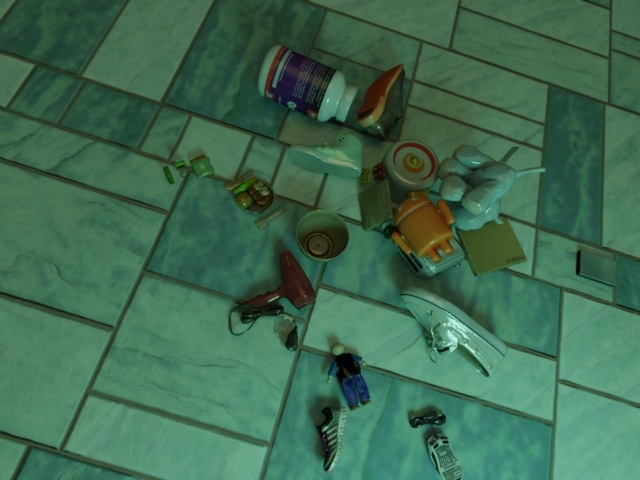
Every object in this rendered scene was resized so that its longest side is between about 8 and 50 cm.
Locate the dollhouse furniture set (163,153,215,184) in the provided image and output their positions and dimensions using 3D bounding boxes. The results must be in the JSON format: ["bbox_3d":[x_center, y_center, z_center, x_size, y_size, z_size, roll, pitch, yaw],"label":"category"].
[{"bbox_3d":[-0.422,-0.234,1.437,0.151,0.058,0.076,-23,75,-17],"label":"dollhouse furniture set"}]

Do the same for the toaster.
[{"bbox_3d":[0.339,0.013,1.431,0.146,0.129,0.227,-30,75,-16],"label":"toaster"}]

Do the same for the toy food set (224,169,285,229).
[{"bbox_3d":[-0.209,-0.142,1.447,0.132,0.038,0.192,-38,79,-20],"label":"toy food set"}]

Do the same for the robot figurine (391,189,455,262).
[{"bbox_3d":[0.299,-0.038,1.317,0.128,0.158,0.219,-16,65,-32],"label":"robot figurine"}]

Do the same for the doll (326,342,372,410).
[{"bbox_3d":[0.077,0.385,1.286,0.129,0.046,0.189,-17,73,-16],"label":"doll"}]

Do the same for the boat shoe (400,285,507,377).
[{"bbox_3d":[0.371,0.290,1.337,0.367,0.136,0.156,36,70,-5],"label":"boat shoe"}]

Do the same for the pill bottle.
[{"bbox_3d":[-0.042,-0.528,1.549,0.323,0.181,0.181,24,67,1],"label":"pill bottle"}]

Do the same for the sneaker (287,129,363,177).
[{"bbox_3d":[0.023,-0.311,1.526,0.255,0.094,0.151,14,65,-6],"label":"sneaker"}]

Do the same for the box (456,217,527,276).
[{"bbox_3d":[0.581,0.020,1.524,0.201,0.021,0.164,-14,71,-14],"label":"box"}]

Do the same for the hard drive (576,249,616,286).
[{"bbox_3d":[0.955,0.096,1.556,0.135,0.022,0.094,18,67,-2],"label":"hard drive"}]

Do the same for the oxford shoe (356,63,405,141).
[{"bbox_3d":[0.243,-0.506,1.642,0.133,0.130,0.364,44,57,-27],"label":"oxford shoe"}]

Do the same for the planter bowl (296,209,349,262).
[{"bbox_3d":[0.000,0.000,1.389,0.162,0.109,0.162,3,69,-9],"label":"planter bowl"}]

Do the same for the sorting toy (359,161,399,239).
[{"bbox_3d":[0.190,-0.120,1.464,0.046,0.132,0.275,7,68,-36],"label":"sorting toy"}]

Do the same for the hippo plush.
[{"bbox_3d":[0.511,-0.167,1.476,0.294,0.236,0.234,-31,61,-9],"label":"hippo plush"}]

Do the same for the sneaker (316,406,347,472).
[{"bbox_3d":[0.020,0.530,1.212,0.074,0.063,0.170,16,62,-3],"label":"sneaker"}]

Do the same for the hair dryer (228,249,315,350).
[{"bbox_3d":[-0.127,0.160,1.321,0.223,0.080,0.294,19,67,-1],"label":"hair dryer"}]

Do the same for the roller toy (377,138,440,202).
[{"bbox_3d":[0.295,-0.232,1.508,0.191,0.146,0.209,30,68,3],"label":"roller toy"}]

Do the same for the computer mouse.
[{"bbox_3d":[0.330,0.583,1.255,0.106,0.042,0.193,-11,65,-18],"label":"computer mouse"}]
